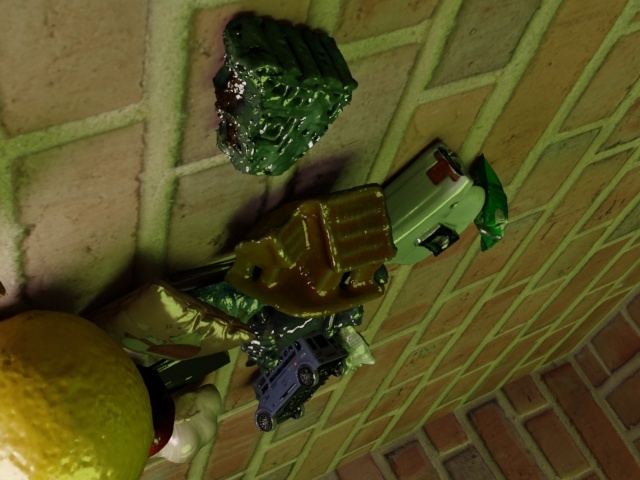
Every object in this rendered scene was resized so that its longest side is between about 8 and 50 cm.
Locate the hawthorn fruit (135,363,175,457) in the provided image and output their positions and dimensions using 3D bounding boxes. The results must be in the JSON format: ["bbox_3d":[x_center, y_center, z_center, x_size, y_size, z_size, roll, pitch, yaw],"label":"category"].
[{"bbox_3d":[-0.391,0.349,1.741,0.251,0.190,0.189,-34,158,25],"label":"hawthorn fruit"}]

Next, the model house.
[{"bbox_3d":[-0.006,0.007,1.512,0.268,0.173,0.239,-16,152,-28],"label":"model house"}]

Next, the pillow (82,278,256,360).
[{"bbox_3d":[-0.256,0.142,1.512,0.223,0.084,0.236,-20,143,36],"label":"pillow"}]

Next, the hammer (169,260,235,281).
[{"bbox_3d":[-0.137,0.040,1.618,0.292,0.029,0.058,-13,149,-33],"label":"hammer"}]

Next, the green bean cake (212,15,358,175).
[{"bbox_3d":[-0.075,-0.172,1.159,0.193,0.107,0.208,-5,147,-48],"label":"green bean cake"}]

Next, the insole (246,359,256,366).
[{"bbox_3d":[-0.104,0.238,2.077,0.188,0.004,0.064,-41,156,21],"label":"insole"}]

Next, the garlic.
[{"bbox_3d":[-0.308,0.411,1.976,0.229,0.143,0.178,-31,168,-25],"label":"garlic"}]

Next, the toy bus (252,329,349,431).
[{"bbox_3d":[-0.066,0.331,2.154,0.125,0.133,0.292,-12,149,-48],"label":"toy bus"}]

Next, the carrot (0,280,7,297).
[{"bbox_3d":[-0.523,0.079,1.079,0.254,0.196,0.196,-42,157,-4],"label":"carrot"}]

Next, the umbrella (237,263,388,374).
[{"bbox_3d":[-0.014,0.132,1.734,0.348,0.143,0.094,-31,168,25],"label":"umbrella"}]

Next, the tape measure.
[{"bbox_3d":[0.200,-0.053,1.710,0.243,0.125,0.246,-40,155,20],"label":"tape measure"}]

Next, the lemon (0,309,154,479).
[{"bbox_3d":[-0.410,0.270,1.353,0.336,0.336,0.336,-26,157,-12],"label":"lemon"}]

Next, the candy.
[{"bbox_3d":[0.342,-0.076,1.835,0.078,0.141,0.203,-16,160,6],"label":"candy"}]

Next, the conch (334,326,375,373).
[{"bbox_3d":[0.065,0.269,2.179,0.114,0.137,0.234,-46,165,-7],"label":"conch"}]

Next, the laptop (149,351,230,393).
[{"bbox_3d":[-0.292,0.273,1.892,0.207,0.026,0.154,-28,158,-7],"label":"laptop"}]

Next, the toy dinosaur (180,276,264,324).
[{"bbox_3d":[-0.162,0.102,1.644,0.362,0.076,0.147,-6,138,-31],"label":"toy dinosaur"}]
